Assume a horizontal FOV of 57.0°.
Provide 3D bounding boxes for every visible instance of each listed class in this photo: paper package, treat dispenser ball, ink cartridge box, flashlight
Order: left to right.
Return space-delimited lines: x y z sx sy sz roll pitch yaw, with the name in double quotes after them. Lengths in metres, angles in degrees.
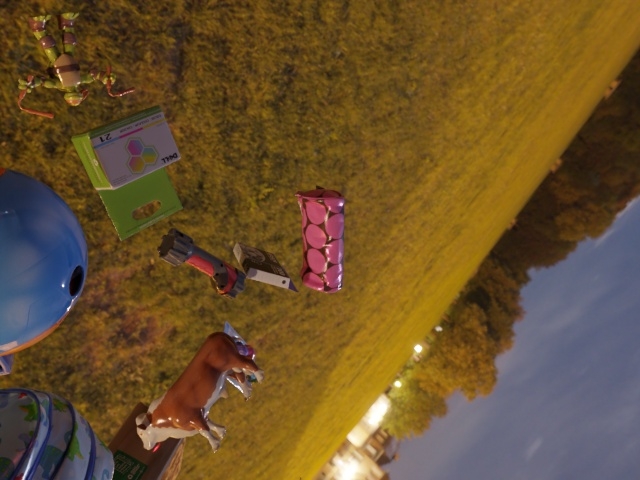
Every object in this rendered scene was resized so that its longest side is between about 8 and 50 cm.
-0.502 0.031 0.883 0.288 0.288 0.288 -46 165 -16 "treat dispenser ball"
-0.515 0.661 1.594 0.325 0.168 0.310 -60 172 -46 "paper package"
-0.412 -0.153 1.345 0.097 0.255 0.188 3 -151 47 "ink cartridge box"
-0.358 0.081 1.784 0.103 0.103 0.304 -38 138 16 "flashlight"
-0.183 0.092 2.039 0.208 0.206 0.045 20 105 -29 "ink cartridge box"

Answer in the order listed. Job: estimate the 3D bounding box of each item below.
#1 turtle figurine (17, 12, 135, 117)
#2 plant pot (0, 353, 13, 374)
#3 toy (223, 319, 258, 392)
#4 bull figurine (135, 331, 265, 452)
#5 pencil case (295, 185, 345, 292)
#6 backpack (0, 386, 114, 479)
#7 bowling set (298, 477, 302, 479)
-0.576 -0.406 1.358 0.269 0.087 0.218 -19 113 -33 "turtle figurine"
-0.981 0.229 1.618 0.235 0.212 0.236 -3 136 -5 "plant pot"
-0.211 0.332 1.631 0.237 0.056 0.137 70 21 -54 "toy"
-0.274 0.363 1.351 0.310 0.188 0.101 -55 -179 -17 "bull figurine"
0.000 0.000 1.187 0.095 0.098 0.210 -71 162 -71 "pencil case"
-0.432 0.371 0.769 0.290 0.274 0.355 -11 -158 30 "backpack"
-0.104 0.848 1.706 0.199 0.287 0.154 -8 -173 -16 "bowling set"
